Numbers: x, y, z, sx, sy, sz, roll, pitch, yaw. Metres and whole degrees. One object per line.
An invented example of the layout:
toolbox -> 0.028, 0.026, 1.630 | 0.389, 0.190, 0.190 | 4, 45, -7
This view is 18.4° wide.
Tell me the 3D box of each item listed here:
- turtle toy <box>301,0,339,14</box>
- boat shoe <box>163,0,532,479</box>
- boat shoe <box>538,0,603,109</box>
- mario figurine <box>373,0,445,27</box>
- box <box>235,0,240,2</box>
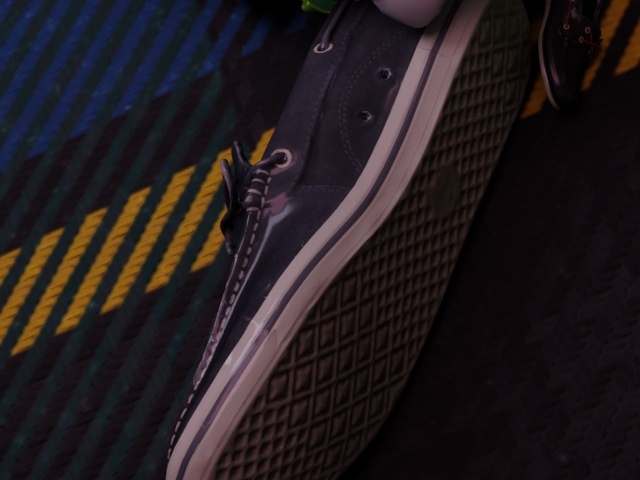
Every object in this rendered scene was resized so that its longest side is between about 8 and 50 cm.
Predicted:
turtle toy -> 0.025, -0.244, 1.669 | 0.095, 0.066, 0.130 | 33, 79, 33
boat shoe -> 0.000, 0.000, 1.480 | 0.156, 0.187, 0.500 | 12, 61, 29
boat shoe -> 0.199, -0.163, 1.564 | 0.042, 0.049, 0.133 | -7, 56, 27
mario figurine -> 0.035, -0.281, 1.471 | 0.320, 0.170, 0.198 | 7, 59, 32
box -> -0.180, -0.354, 1.675 | 0.076, 0.242, 0.307 | -46, 46, -5
